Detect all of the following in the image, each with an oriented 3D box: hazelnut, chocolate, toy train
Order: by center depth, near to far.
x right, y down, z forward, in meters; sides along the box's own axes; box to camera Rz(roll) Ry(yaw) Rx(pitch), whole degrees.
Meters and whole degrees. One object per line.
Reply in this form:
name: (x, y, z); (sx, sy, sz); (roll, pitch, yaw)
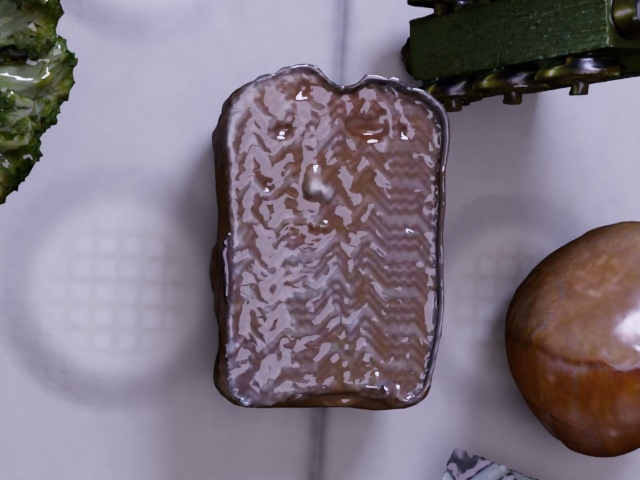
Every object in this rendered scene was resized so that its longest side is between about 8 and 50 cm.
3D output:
toy train: (0.152, -0.131, 0.797); (0.137, 0.225, 0.090); (-5, 94, -32)
chocolate: (0.000, 0.000, 0.812); (0.148, 0.093, 0.214); (3, 90, -16)
hazelnut: (0.201, 0.071, 0.846); (0.150, 0.150, 0.150); (0, 90, -15)

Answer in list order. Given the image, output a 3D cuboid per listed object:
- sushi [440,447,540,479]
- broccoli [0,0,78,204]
sushi: (0.148, 0.279, 0.877); (0.231, 0.047, 0.219); (22, 89, -10)
broccoli: (-0.299, -0.084, 0.638); (0.321, 0.283, 0.304); (-37, 110, 6)
